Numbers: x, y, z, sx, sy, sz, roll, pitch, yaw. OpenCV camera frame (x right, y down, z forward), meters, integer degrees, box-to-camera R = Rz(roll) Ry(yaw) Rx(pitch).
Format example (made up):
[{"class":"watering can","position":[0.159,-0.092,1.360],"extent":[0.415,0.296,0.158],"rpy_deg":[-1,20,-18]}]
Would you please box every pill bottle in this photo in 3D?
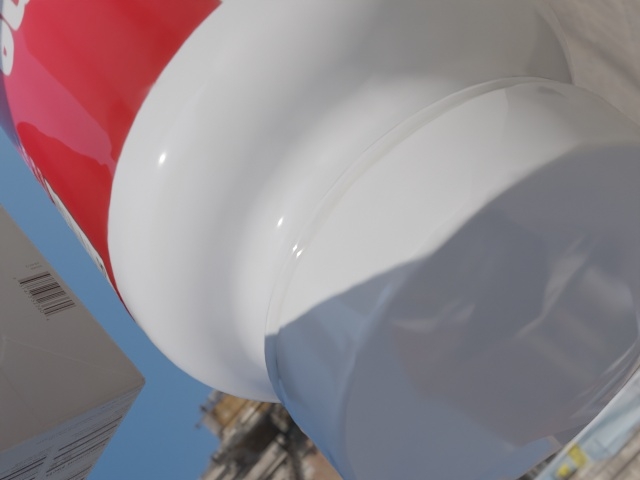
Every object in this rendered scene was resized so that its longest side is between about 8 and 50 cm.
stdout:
[{"class":"pill bottle","position":[-0.028,-0.072,0.531],"extent":[0.229,0.229,0.408],"rpy_deg":[28,-167,-48]}]

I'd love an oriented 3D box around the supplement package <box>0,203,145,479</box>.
[{"class":"supplement package","position":[-0.270,0.117,0.787],"extent":[0.194,0.203,0.149],"rpy_deg":[48,-143,17]}]
